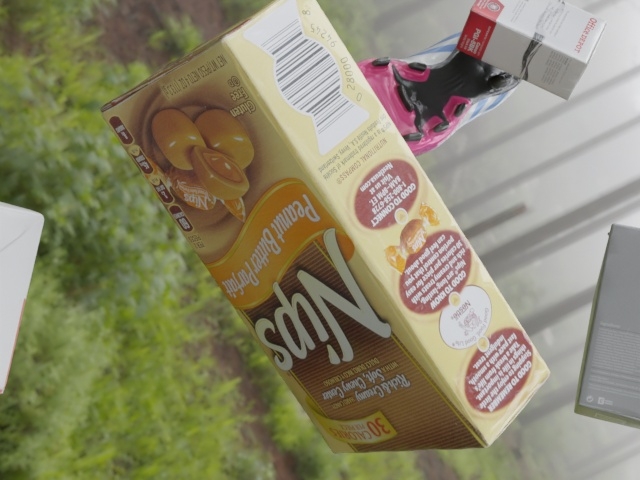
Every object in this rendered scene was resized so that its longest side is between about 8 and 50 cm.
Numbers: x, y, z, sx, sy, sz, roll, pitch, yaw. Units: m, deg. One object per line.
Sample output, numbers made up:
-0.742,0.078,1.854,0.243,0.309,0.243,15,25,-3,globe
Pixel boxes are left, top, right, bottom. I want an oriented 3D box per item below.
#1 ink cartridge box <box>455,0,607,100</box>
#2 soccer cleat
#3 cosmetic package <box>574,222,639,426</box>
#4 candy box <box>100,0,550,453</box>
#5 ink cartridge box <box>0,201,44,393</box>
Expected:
0.227,-0.220,1.313,0.099,0.135,0.056,-56,170,-46,ink cartridge box
0.101,-0.145,1.348,0.143,0.331,0.116,-35,-97,49,soccer cleat
0.390,0.110,1.545,0.127,0.107,0.238,48,56,-74,cosmetic package
0.000,0.000,0.853,0.183,0.087,0.316,-16,-70,55,candy box
-0.276,0.016,0.768,0.067,0.198,0.115,12,91,-58,ink cartridge box
